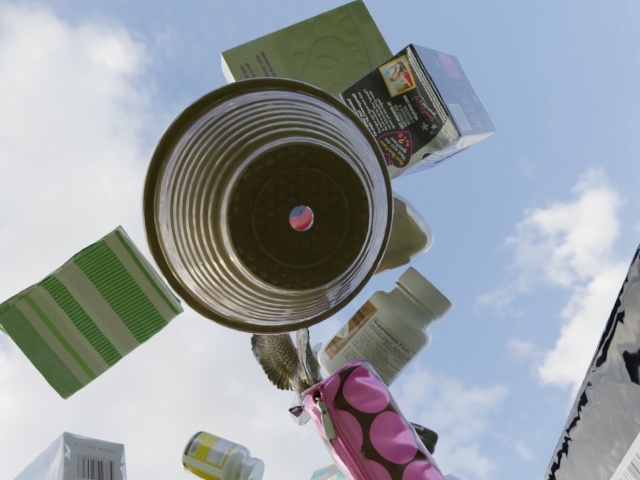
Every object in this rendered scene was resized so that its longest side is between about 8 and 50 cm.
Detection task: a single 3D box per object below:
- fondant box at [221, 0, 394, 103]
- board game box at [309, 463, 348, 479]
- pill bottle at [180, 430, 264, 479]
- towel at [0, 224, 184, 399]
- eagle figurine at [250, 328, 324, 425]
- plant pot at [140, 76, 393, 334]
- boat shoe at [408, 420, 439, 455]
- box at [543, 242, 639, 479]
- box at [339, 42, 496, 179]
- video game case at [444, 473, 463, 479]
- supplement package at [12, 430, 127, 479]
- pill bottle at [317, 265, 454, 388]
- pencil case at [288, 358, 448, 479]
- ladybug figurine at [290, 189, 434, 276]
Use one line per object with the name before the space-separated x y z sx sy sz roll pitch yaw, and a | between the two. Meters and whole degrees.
fondant box | -0.009 -0.333 1.172 0.330 0.096 0.238 -26 -99 -10
board game box | 0.097 0.513 1.082 0.210 0.160 0.047 40 -134 -8
pill bottle | -0.228 0.524 1.309 0.184 0.103 0.103 10 -78 26
towel | -0.488 0.154 1.183 0.325 0.038 0.248 -36 -77 -4
eagle figurine | -0.050 0.316 1.502 0.226 0.225 0.298 -37 -80 -1
plant pot | -0.030 -0.024 0.482 0.237 0.110 0.237 -3 -82 -20
boat shoe | 0.185 0.520 1.552 0.095 0.335 0.112 -48 -55 -23
box | 0.539 0.177 0.544 0.472 0.297 0.480 -18 -45 -9
box | 0.169 -0.206 0.922 0.142 0.247 0.163 -29 -93 31
video game case | 0.382 0.619 1.305 0.206 0.227 0.026 36 -104 -60
supplement package | -0.380 0.380 0.813 0.179 0.105 0.105 -42 -47 16
pill bottle | 0.115 0.161 0.961 0.131 0.131 0.229 42 -88 -18
pencil case | 0.062 0.222 0.536 0.095 0.098 0.209 -42 -116 7
ladybug figurine | 0.000 0.000 1.093 0.305 0.449 0.162 -18 -86 -55
